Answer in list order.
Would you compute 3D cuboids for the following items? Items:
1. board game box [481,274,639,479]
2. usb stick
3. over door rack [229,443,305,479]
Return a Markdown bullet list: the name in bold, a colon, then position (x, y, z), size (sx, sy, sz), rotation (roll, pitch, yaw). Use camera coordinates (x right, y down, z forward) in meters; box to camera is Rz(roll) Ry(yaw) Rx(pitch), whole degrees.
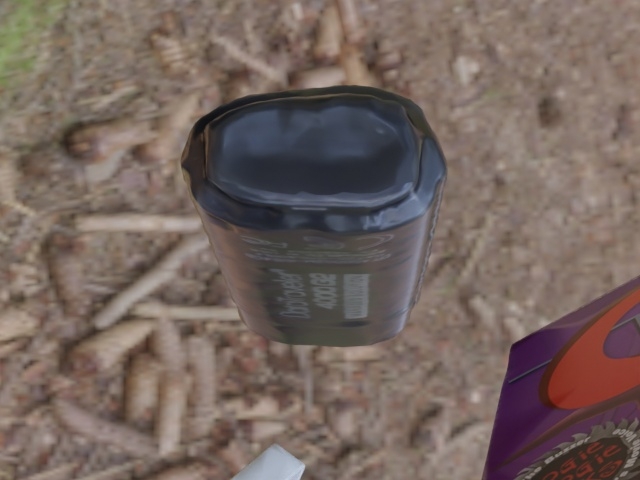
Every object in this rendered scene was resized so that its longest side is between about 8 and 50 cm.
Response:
- **board game box**: position (0.173, -0.005, 0.269), size (0.056, 0.347, 0.208), rotation (56, 20, -8)
- **usb stick**: position (0.000, 0.000, 0.637), size (0.077, 0.278, 0.045), rotation (2, 80, 1)
- **over door rack**: position (-0.012, 0.304, 0.975), size (0.108, 0.239, 0.324), rotation (-28, 147, -55)
